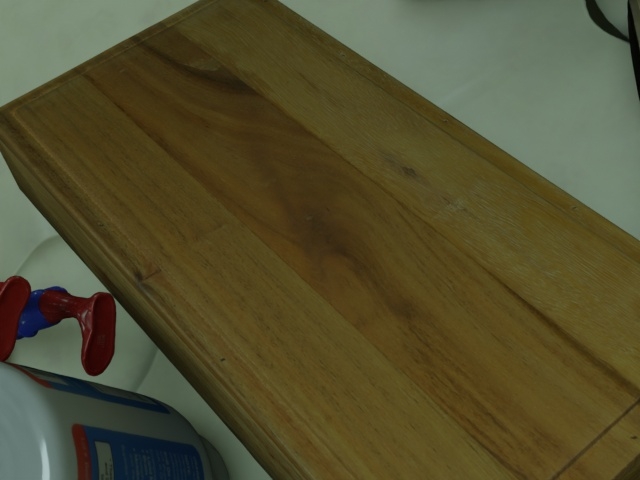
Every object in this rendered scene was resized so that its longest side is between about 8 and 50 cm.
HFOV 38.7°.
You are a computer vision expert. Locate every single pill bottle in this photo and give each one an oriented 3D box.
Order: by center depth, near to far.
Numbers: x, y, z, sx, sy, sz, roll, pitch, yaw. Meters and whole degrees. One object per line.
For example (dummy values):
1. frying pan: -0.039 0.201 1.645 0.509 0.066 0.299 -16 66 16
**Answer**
1. pill bottle: -0.134 0.142 0.507 0.124 0.221 0.124 -6 72 18

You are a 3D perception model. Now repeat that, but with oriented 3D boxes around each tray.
1. tray: 0.000 0.000 0.508 0.203 0.076 0.411 -34 53 -21

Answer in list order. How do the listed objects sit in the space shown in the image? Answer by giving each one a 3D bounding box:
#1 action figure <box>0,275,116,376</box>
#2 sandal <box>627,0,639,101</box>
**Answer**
1. action figure: -0.245 0.083 0.606 0.280 0.091 0.139 5 80 51
2. sandal: 0.230 -0.043 0.509 0.079 0.088 0.240 -9 65 16
